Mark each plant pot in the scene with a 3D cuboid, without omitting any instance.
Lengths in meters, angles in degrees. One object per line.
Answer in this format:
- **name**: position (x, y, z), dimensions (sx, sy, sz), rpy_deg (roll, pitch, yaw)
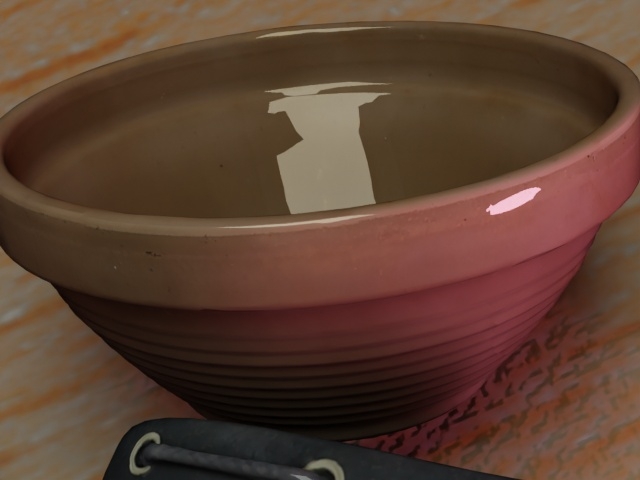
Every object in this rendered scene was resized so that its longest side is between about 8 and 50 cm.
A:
- **plant pot**: position (0.000, 0.000, 0.643), dimensions (0.237, 0.110, 0.237), rpy_deg (-4, 21, 2)

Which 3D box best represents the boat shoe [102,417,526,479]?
- **boat shoe**: position (0.142, 0.124, 0.521), dimensions (0.500, 0.187, 0.156), rpy_deg (0, 62, 15)
